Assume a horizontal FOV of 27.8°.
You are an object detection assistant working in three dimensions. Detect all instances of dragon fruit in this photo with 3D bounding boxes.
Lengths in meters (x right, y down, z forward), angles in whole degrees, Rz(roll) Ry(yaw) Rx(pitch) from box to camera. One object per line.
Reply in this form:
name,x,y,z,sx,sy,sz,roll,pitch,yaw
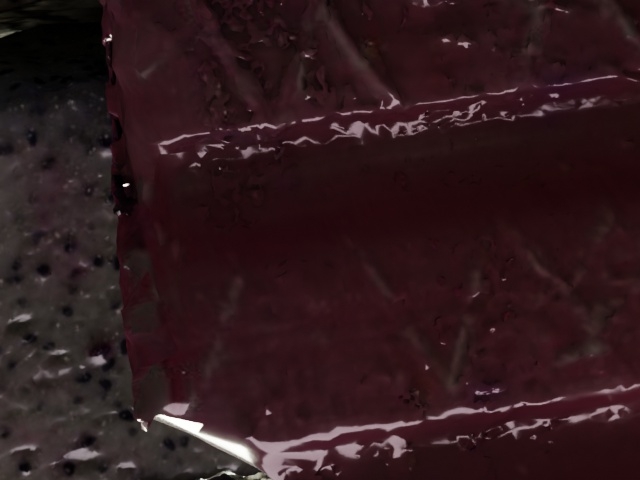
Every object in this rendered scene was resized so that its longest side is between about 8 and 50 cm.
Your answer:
dragon fruit,-0.107,-0.001,0.636,0.283,0.221,0.204,-9,-156,-19

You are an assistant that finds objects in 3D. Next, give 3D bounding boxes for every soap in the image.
soap,0.096,-0.011,0.414,0.325,0.220,0.127,-6,-169,-4
